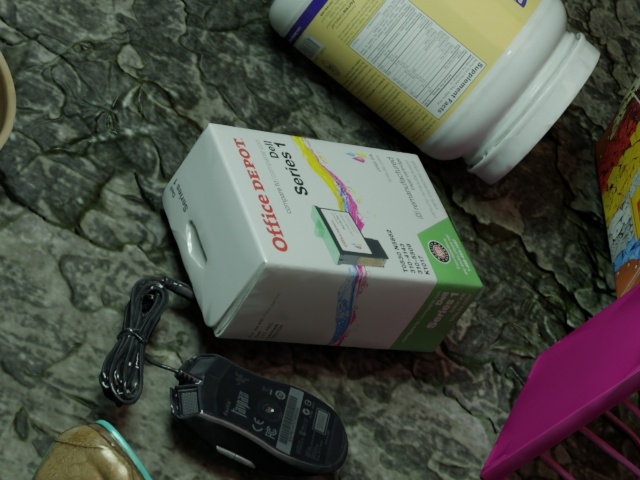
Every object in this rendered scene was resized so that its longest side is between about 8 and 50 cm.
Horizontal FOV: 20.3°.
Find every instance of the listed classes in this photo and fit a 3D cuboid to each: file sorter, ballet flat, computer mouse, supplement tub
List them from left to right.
[{"bbox_3d":[-0.139,0.316,1.599,0.124,0.116,0.342,-40,84,-24],"label":"ballet flat"},{"bbox_3d":[-0.095,0.141,1.784,0.262,0.060,0.184,22,42,-15],"label":"computer mouse"},{"bbox_3d":[0.133,-0.245,2.077,0.331,0.241,0.241,39,46,-4],"label":"supplement tub"},{"bbox_3d":[0.351,0.179,1.888,0.182,0.290,0.202,40,46,-7],"label":"file sorter"}]

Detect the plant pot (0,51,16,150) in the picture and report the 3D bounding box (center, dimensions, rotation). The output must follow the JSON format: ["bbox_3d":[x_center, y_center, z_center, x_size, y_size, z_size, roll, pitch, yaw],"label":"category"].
[{"bbox_3d":[-0.421,-0.129,1.716,0.237,0.110,0.237,18,50,-22],"label":"plant pot"}]

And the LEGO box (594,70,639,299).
[{"bbox_3d":[0.605,-0.009,2.145,0.500,0.193,0.372,21,32,-9],"label":"LEGO box"}]

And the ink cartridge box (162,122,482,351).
[{"bbox_3d":[0.000,0.000,1.866,0.278,0.117,0.201,7,44,-34],"label":"ink cartridge box"}]
